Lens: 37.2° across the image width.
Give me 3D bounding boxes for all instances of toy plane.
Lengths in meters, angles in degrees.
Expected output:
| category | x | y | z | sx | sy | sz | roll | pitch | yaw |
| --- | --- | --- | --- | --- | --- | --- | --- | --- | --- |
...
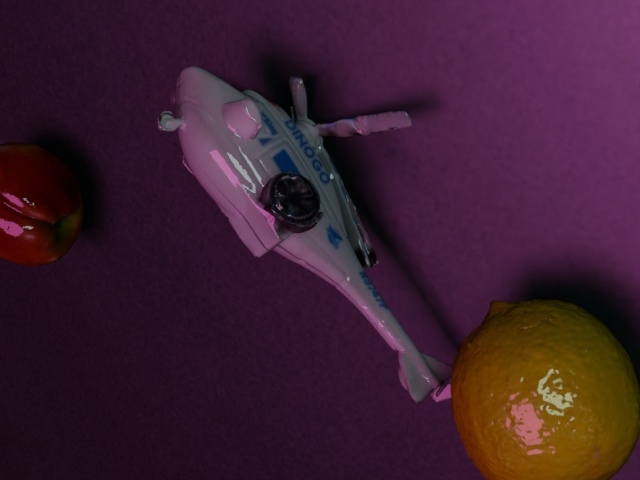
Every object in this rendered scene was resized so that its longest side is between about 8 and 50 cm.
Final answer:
| category | x | y | z | sx | sy | sz | roll | pitch | yaw |
| --- | --- | --- | --- | --- | --- | --- | --- | --- | --- |
| toy plane | -0.005 | 0.005 | 0.619 | 0.182 | 0.107 | 0.273 | -8 | 111 | 45 |

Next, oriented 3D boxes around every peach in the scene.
| category | x | y | z | sx | sy | sz | roll | pitch | yaw |
| --- | --- | --- | --- | --- | --- | --- | --- | --- | --- |
| peach | -0.248 | -0.031 | 0.791 | 0.100 | 0.100 | 0.101 | 17 | 121 | 30 |

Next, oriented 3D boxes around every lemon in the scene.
| category | x | y | z | sx | sy | sz | roll | pitch | yaw |
| --- | --- | --- | --- | --- | --- | --- | --- | --- | --- |
| lemon | 0.131 | 0.096 | 0.556 | 0.109 | 0.109 | 0.133 | -22 | 89 | 42 |
